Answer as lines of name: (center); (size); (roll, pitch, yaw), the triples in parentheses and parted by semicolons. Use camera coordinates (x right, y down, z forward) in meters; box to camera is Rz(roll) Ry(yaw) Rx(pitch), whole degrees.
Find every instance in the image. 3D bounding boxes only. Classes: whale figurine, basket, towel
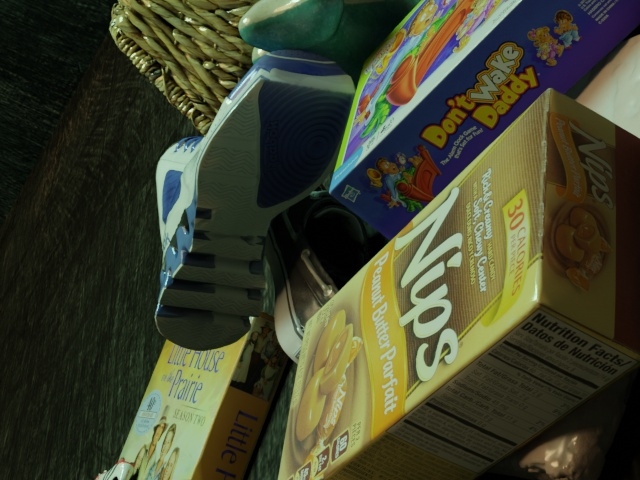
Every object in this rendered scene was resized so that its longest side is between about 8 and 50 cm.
whale figurine: (0.031, -0.187, 1.410); (0.216, 0.272, 0.141); (-18, 86, 24)
basket: (-0.112, -0.229, 1.630); (0.299, 0.213, 0.223); (-35, -43, -68)
towel: (0.163, 0.015, 1.073); (0.317, 0.053, 0.332); (-14, 54, 68)

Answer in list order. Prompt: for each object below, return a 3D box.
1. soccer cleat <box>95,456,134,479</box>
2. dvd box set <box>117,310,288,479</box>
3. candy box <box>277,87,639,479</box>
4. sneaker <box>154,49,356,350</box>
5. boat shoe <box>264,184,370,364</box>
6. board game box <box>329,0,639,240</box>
soccer cleat: (-0.241, 0.281, 1.677); (0.083, 0.029, 0.035); (-43, 25, 40)
dvd box set: (-0.170, 0.277, 1.632); (0.307, 0.062, 0.420); (-3, 64, 69)
candy box: (0.088, 0.066, 0.984); (0.316, 0.087, 0.183); (-47, 25, 44)
sneaker: (-0.093, -0.067, 1.405); (0.315, 0.127, 0.182); (-63, 29, 31)
boat shoe: (0.000, 0.000, 1.447); (0.102, 0.108, 0.301); (-55, 24, 28)
board game box: (0.157, -0.183, 1.169); (0.347, 0.078, 0.233); (-45, 17, 31)
